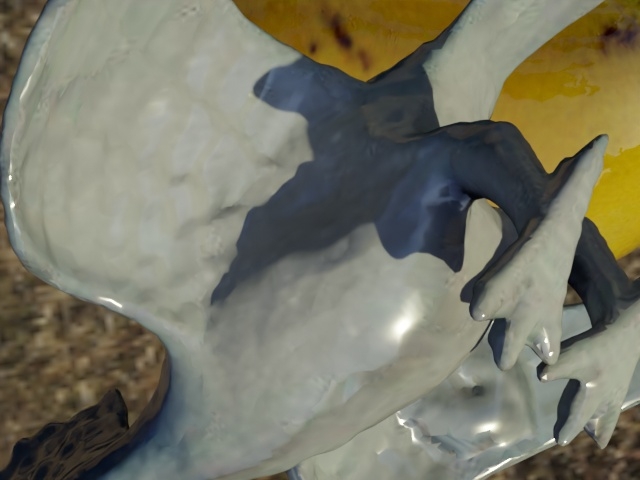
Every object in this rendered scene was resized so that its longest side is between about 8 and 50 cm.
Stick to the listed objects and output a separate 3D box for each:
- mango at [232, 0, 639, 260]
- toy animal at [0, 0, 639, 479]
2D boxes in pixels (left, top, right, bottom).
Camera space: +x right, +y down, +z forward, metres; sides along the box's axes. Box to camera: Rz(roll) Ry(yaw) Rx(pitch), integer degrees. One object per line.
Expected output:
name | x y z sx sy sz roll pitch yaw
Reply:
mango | 0.053 -0.072 0.973 0.317 0.173 0.211 7 132 24
toy animal | 0.000 0.000 0.495 0.176 0.239 0.255 8 57 42
